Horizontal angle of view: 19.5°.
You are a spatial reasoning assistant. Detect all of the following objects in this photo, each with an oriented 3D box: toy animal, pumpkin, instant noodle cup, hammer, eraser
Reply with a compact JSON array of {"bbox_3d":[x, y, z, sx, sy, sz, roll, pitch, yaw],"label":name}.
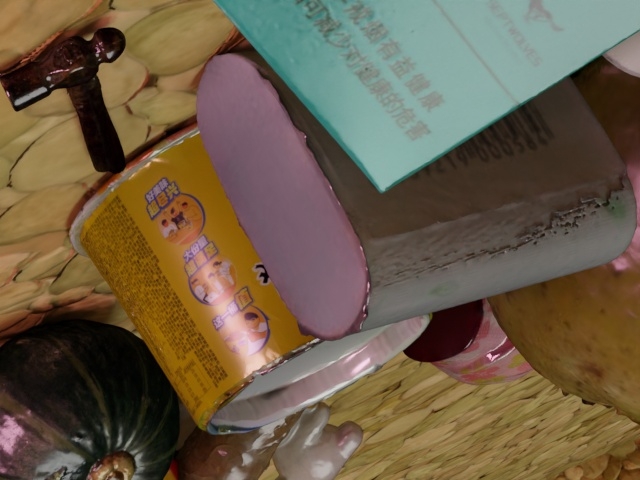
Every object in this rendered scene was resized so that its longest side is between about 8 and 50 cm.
[{"bbox_3d":[-0.057,0.162,1.628,0.181,0.127,0.131,32,164,-30],"label":"toy animal"},{"bbox_3d":[-0.175,0.132,1.281,0.167,0.125,0.167,-21,137,-21],"label":"pumpkin"},{"bbox_3d":[-0.037,0.020,1.142,0.205,0.153,0.205,-24,163,-8],"label":"instant noodle cup"},{"bbox_3d":[-0.124,-0.065,0.977,0.065,0.021,0.178,-26,167,-6],"label":"hammer"},{"bbox_3d":[0.058,-0.042,1.056,0.227,0.174,0.081,-12,158,-43],"label":"eraser"}]

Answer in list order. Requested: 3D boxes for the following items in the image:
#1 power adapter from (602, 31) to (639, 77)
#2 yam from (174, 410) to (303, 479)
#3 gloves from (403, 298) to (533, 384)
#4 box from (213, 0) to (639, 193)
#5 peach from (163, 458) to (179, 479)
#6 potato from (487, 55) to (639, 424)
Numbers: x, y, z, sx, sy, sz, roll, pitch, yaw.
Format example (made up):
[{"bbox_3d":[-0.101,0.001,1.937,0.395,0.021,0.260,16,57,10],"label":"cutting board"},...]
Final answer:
[{"bbox_3d":[0.226,-0.176,1.014,0.187,0.124,0.255,-11,158,-42],"label":"power adapter"},{"bbox_3d":[-0.043,0.136,1.510,0.357,0.081,0.081,-49,156,23],"label":"yam"},{"bbox_3d":[0.160,0.074,1.697,0.145,0.126,0.241,-41,152,24],"label":"gloves"},{"bbox_3d":[0.076,-0.138,0.877,0.226,0.042,0.161,-33,126,16],"label":"box"},{"bbox_3d":[-0.201,0.223,1.437,0.226,0.190,0.196,-15,148,-21],"label":"peach"},{"bbox_3d":[0.291,-0.004,1.375,0.330,0.280,0.213,-26,166,-1],"label":"potato"}]
